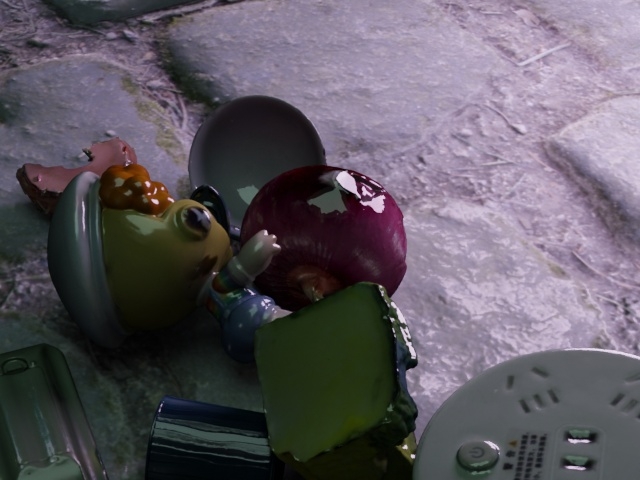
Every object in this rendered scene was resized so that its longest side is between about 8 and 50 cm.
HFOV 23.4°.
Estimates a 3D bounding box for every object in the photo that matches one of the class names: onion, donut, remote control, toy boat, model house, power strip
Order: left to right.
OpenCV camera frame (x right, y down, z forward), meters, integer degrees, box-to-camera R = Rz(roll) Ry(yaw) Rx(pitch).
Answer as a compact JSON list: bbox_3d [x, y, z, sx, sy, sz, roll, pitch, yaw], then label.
[{"bbox_3d":[-0.311,0.243,1.723,0.128,0.065,0.335,-13,43,-17],"label":"remote control"},{"bbox_3d":[-0.315,-0.074,2.080,0.166,0.065,0.117,-19,43,-18],"label":"donut"},{"bbox_3d":[-0.142,-0.013,1.953,0.055,0.141,0.060,8,35,9],"label":"toy boat"},{"bbox_3d":[0.005,-0.008,1.924,0.207,0.200,0.200,25,47,33],"label":"onion"},{"bbox_3d":[0.055,0.188,1.684,0.170,0.211,0.194,-27,46,13],"label":"model house"},{"bbox_3d":[0.276,0.277,1.575,0.358,0.161,0.357,-6,41,5],"label":"power strip"}]

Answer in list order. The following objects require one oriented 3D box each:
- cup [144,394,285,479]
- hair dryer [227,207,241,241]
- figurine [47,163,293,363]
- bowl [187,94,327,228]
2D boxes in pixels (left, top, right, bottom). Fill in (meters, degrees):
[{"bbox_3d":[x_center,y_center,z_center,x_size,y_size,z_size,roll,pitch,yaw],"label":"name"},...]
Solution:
[{"bbox_3d":[-0.108,0.225,1.706,0.138,0.113,0.150,8,44,7],"label":"cup"},{"bbox_3d":[-0.108,-0.003,2.016,0.114,0.063,0.037,21,36,-10],"label":"hair dryer"},{"bbox_3d":[-0.154,0.055,1.819,0.382,0.224,0.205,20,59,19],"label":"figurine"},{"bbox_3d":[-0.075,-0.098,2.068,0.189,0.189,0.086,10,2,12],"label":"bowl"}]
